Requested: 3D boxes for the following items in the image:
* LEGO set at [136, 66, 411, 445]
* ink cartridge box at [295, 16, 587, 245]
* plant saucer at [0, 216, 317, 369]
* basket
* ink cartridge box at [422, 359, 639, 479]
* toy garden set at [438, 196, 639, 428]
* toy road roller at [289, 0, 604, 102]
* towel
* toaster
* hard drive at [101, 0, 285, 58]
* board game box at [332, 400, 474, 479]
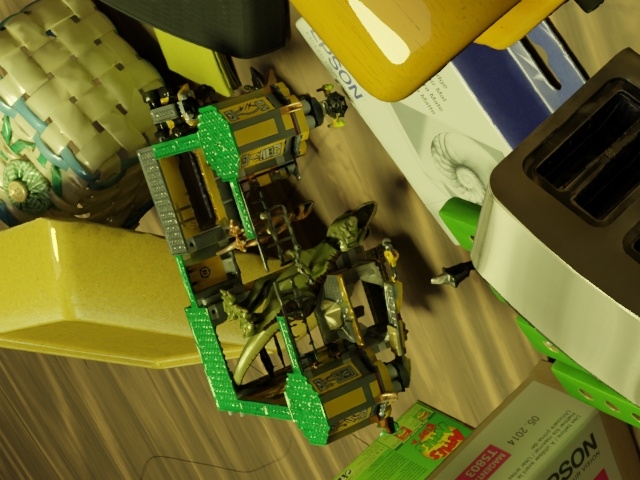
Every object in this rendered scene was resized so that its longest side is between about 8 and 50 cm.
[{"bbox_3d":[0.000,0.000,1.359,0.255,0.192,0.331,-23,89,63],"label":"LEGO set"},{"bbox_3d":[0.100,-0.104,1.177,0.223,0.045,0.224,53,156,-8],"label":"ink cartridge box"},{"bbox_3d":[-0.191,0.064,1.577,0.332,0.081,0.332,12,166,-35],"label":"plant saucer"},{"bbox_3d":[-0.267,-0.101,1.628,0.255,0.201,0.289,47,154,7],"label":"basket"},{"bbox_3d":[0.166,0.249,1.348,0.088,0.234,0.193,21,144,47],"label":"ink cartridge box"},{"bbox_3d":[0.219,0.062,1.159,0.203,0.049,0.244,23,160,46],"label":"toy garden set"},{"bbox_3d":[0.100,-0.203,0.789,0.202,0.240,0.329,50,156,0],"label":"toy road roller"},{"bbox_3d":[-0.139,-0.236,1.437,0.102,0.021,0.237,30,150,44],"label":"towel"},{"bbox_3d":[0.193,-0.004,0.994,0.168,0.185,0.110,41,159,21],"label":"toaster"},{"bbox_3d":[-0.145,-0.249,1.330,0.254,0.054,0.172,28,147,19],"label":"hard drive"},{"bbox_3d":[0.068,0.239,1.567,0.092,0.181,0.043,23,145,46],"label":"board game box"}]
